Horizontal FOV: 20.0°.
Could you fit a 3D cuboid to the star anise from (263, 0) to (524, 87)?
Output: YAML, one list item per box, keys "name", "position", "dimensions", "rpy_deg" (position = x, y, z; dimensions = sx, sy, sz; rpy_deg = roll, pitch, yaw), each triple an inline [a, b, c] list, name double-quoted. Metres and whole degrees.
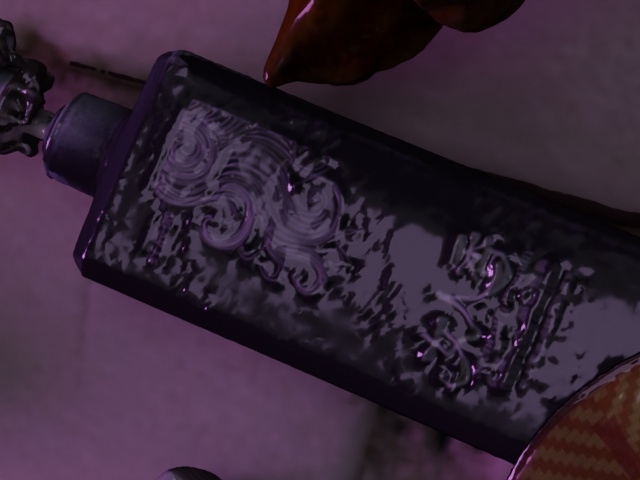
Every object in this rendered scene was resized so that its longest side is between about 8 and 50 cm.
- name: "star anise"
  position: [0.050, -0.137, 0.686]
  dimensions: [0.212, 0.111, 0.196]
  rpy_deg: [12, 50, 29]

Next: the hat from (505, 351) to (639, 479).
- name: "hat"
  position: [0.154, 0.130, 0.612]
  dimensions: [0.193, 0.082, 0.193]
  rpy_deg: [-1, 109, -4]

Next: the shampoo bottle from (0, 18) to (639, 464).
- name: "shampoo bottle"
  position: [0.000, 0.001, 0.698]
  dimensions: [0.309, 0.071, 0.098]
  rpy_deg: [23, 93, 11]

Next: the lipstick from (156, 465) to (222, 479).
- name: "lipstick"
  position: [0.071, 0.224, 0.651]
  dimensions: [0.371, 0.080, 0.076]
  rpy_deg: [39, 90, 12]
